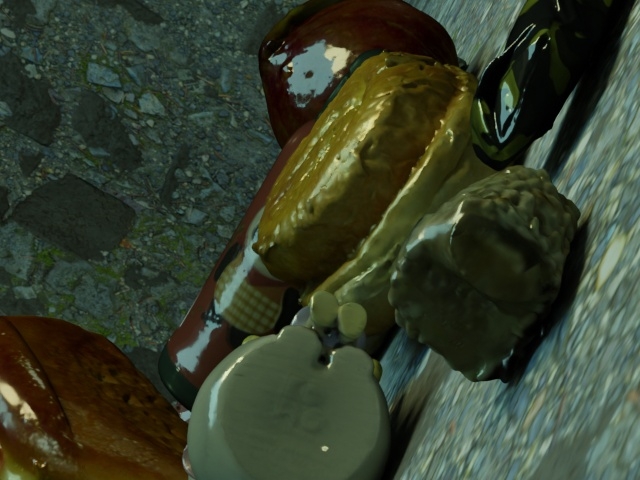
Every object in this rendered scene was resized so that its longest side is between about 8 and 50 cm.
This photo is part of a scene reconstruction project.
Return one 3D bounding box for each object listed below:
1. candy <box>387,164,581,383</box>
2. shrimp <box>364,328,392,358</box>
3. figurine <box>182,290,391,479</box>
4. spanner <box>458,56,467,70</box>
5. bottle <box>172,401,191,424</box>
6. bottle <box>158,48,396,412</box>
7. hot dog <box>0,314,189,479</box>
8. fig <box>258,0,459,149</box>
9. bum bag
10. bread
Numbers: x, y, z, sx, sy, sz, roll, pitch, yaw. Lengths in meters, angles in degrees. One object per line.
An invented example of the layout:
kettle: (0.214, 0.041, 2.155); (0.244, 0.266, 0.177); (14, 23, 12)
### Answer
candy: (0.084, 0.014, 0.976); (0.095, 0.085, 0.110); (-50, -1, 32)
shrimp: (0.021, 0.077, 1.529); (0.223, 0.047, 0.126); (-53, 1, 32)
figurine: (-0.030, 0.134, 1.260); (0.235, 0.127, 0.155); (120, 158, -69)
spanner: (0.116, -0.148, 2.030); (0.054, 0.015, 0.254); (-65, 4, -7)
bottle: (-0.089, 0.138, 2.073); (0.110, 0.110, 0.233); (-58, 7, 47)
bottle: (0.000, 0.000, 1.620); (0.336, 0.144, 0.144); (-61, 4, 13)
hot dog: (-0.209, 0.190, 1.515); (0.185, 0.223, 0.405); (-60, 32, 5)
fig: (0.032, -0.143, 1.824); (0.205, 0.205, 0.205); (-62, 4, 8)
bum bag: (0.149, -0.136, 1.202); (0.106, 0.060, 0.232); (109, -174, -49)
bread: (0.047, -0.035, 1.356); (0.198, 0.120, 0.236); (-53, 12, 9)
